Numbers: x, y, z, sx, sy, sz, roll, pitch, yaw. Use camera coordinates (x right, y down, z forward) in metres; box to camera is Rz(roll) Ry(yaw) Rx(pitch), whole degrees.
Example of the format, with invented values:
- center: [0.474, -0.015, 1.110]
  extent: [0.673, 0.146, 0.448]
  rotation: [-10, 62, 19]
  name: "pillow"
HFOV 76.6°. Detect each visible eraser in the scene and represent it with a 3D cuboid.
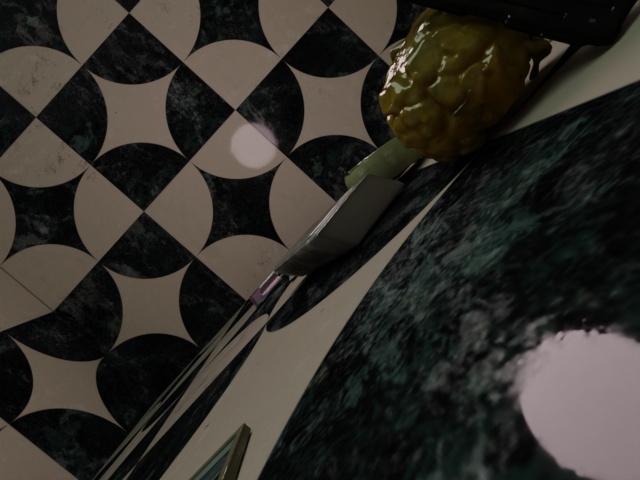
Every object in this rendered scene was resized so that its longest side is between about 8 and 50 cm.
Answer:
- center: [0.022, -0.016, 0.932]
  extent: [0.213, 0.082, 0.397]
  rotation: [-50, 5, -20]
  name: "eraser"

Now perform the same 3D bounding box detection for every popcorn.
- center: [0.190, -0.230, 0.576]
  extent: [0.250, 0.190, 0.250]
  rotation: [-42, 17, 16]
  name: "popcorn"

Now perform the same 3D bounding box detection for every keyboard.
- center: [0.212, -0.289, 0.465]
  extent: [0.106, 0.263, 0.016]
  rotation: [-54, -25, -12]
  name: "keyboard"

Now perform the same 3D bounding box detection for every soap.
- center: [-0.231, 0.204, 1.681]
  extent: [0.149, 0.056, 0.100]
  rotation: [-49, 2, -21]
  name: "soap"

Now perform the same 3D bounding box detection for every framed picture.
- center: [-0.147, 0.277, 0.367]
  extent: [0.203, 0.015, 0.150]
  rotation: [-47, 4, 7]
  name: "framed picture"

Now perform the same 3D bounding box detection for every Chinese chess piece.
- center: [0.143, -0.172, 0.943]
  extent: [0.189, 0.083, 0.188]
  rotation: [-36, 2, 1]
  name: "Chinese chess piece"

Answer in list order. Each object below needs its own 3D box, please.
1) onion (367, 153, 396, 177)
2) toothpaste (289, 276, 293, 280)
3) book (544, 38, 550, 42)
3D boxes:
- center: [0.167, -0.192, 1.096]
  extent: [0.115, 0.115, 0.104]
  rotation: [-51, -39, -41]
  name: "onion"
- center: [0.000, 0.000, 1.296]
  extent: [0.314, 0.056, 0.058]
  rotation: [-51, -36, -1]
  name: "toothpaste"
- center: [0.471, -0.439, 0.684]
  extent: [0.231, 0.026, 0.161]
  rotation: [-47, 4, -4]
  name: "book"
